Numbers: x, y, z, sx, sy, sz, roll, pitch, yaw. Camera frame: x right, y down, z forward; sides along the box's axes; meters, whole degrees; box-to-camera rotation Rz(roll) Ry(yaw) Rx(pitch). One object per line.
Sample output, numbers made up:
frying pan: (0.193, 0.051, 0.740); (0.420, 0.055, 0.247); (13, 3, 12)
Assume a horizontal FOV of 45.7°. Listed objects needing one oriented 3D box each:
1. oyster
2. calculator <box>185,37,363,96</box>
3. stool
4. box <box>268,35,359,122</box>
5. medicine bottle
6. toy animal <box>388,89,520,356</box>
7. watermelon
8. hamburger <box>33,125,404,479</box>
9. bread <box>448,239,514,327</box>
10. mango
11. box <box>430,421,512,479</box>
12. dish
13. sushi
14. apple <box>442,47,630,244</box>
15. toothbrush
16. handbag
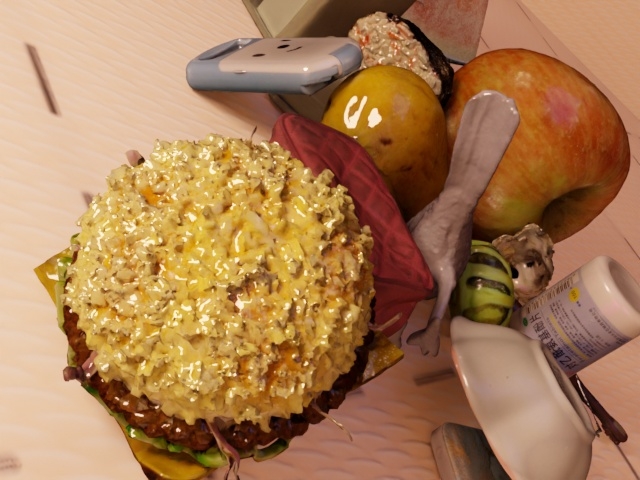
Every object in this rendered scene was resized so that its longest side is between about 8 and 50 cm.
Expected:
oyster: (0.284, 0.040, 1.072); (0.106, 0.200, 0.061); (0, 53, 3)
calculator: (-0.055, -0.198, 0.852); (0.121, 0.210, 0.039); (-42, 132, -49)
stool: (0.005, -0.431, 1.108); (0.170, 0.243, 0.270); (2, 54, -52)
box: (0.027, -0.188, 1.006); (0.172, 0.093, 0.124); (42, 31, -11)
medicine bottle: (0.296, 0.107, 0.921); (0.103, 0.186, 0.103); (33, 34, -26)
toy animal: (0.115, 0.020, 0.799); (0.081, 0.367, 0.206); (19, 69, 6)
watermelon: (0.238, -0.495, 1.497); (0.283, 0.292, 0.250); (-86, 157, -52)
hamburger: (-0.065, 0.038, 0.528); (0.243, 0.139, 0.262); (-29, 71, -27)
bread: (0.191, 0.060, 0.903); (0.139, 0.071, 0.130); (82, 11, -80)
mango: (0.085, -0.096, 0.902); (0.167, 0.130, 0.262); (-58, 149, -20)
box: (0.190, 0.308, 0.704); (0.142, 0.044, 0.285); (19, 40, -33)
dish: (0.218, 0.162, 0.762); (0.229, 0.081, 0.229); (49, 20, -25)
sushi: (0.104, -0.226, 0.971); (0.150, 0.090, 0.078); (53, 34, 6)
apple: (0.281, -0.133, 1.086); (0.250, 0.277, 0.309); (61, -3, 33)
toothbrush: (0.291, 0.135, 1.030); (0.364, 0.041, 0.041); (48, 30, 0)
handbag: (0.000, 0.000, 0.724); (0.146, 0.135, 0.225); (12, 42, -42)
